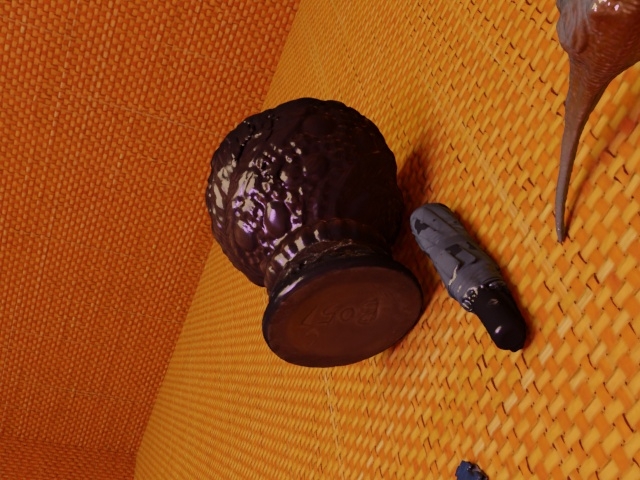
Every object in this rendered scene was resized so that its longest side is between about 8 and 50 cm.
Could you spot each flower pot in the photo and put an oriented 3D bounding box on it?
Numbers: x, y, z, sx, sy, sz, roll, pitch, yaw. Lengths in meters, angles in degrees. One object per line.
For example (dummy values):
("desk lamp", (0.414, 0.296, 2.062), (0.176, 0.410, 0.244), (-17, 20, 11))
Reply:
("flower pot", (0.000, 0.000, 0.929), (0.266, 0.266, 0.267), (-62, 34, 38))

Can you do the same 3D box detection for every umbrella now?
("umbrella", (0.146, 0.027, 0.753), (0.250, 0.053, 0.052), (-108, 37, -61))

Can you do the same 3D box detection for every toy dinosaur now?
("toy dinosaur", (0.216, -0.167, 0.537), (0.205, 0.092, 0.393), (-60, -11, -55))

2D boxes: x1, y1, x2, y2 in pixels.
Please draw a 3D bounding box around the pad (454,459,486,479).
("pad", (0.136, 0.357, 0.597), (0.269, 0.012, 0.270), (-148, 73, -72))
